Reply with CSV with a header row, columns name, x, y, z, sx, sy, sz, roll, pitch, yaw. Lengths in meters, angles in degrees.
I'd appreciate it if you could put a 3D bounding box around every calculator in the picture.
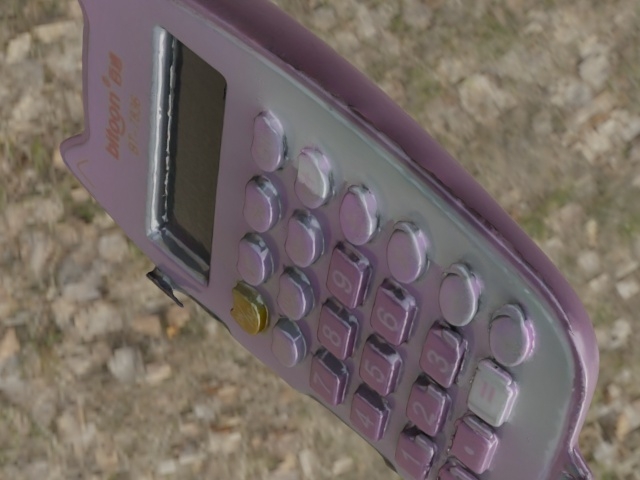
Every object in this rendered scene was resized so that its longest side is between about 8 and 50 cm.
name,x,y,z,sx,sy,sz,roll,pitch,yaw
calculator,0.001,-0.001,0.671,0.043,0.294,0.194,-36,155,-30
